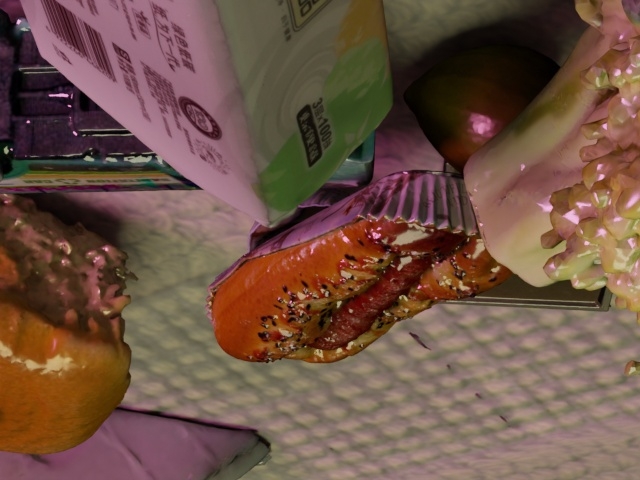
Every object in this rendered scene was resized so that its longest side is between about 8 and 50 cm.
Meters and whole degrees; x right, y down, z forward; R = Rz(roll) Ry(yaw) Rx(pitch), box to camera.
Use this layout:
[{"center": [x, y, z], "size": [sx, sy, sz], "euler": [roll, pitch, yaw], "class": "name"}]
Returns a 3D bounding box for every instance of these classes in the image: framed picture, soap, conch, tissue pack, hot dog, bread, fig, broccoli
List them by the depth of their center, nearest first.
[{"center": [-0.042, -0.147, 0.772], "size": [0.159, 0.145, 0.229], "euler": [37, 159, 28], "class": "tissue pack"}, {"center": [0.175, -0.043, 0.832], "size": [0.243, 0.247, 0.263], "euler": [-27, 101, 44], "class": "broccoli"}, {"center": [0.083, -0.063, 0.952], "size": [0.088, 0.074, 0.074], "euler": [20, 155, 26], "class": "fig"}, {"center": [0.020, 0.019, 0.974], "size": [0.108, 0.059, 0.191], "euler": [13, 150, -34], "class": "hot dog"}, {"center": [-0.001, -0.003, 1.061], "size": [0.085, 0.057, 0.076], "euler": [-14, 131, 13], "class": "conch"}, {"center": [-0.227, 0.043, 1.086], "size": [0.245, 0.121, 0.174], "euler": [12, 144, -19], "class": "bread"}, {"center": [0.119, -0.002, 1.095], "size": [0.109, 0.011, 0.149], "euler": [2, 147, 0], "class": "framed picture"}, {"center": [-0.235, 0.151, 1.324], "size": [0.302, 0.258, 0.159], "euler": [-32, 164, -33], "class": "soap"}]

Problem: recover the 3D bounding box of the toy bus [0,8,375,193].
[{"center": [-0.101, -0.063, 0.933], "size": [0.261, 0.091, 0.109], "euler": [0, 169, 6], "class": "toy bus"}]
